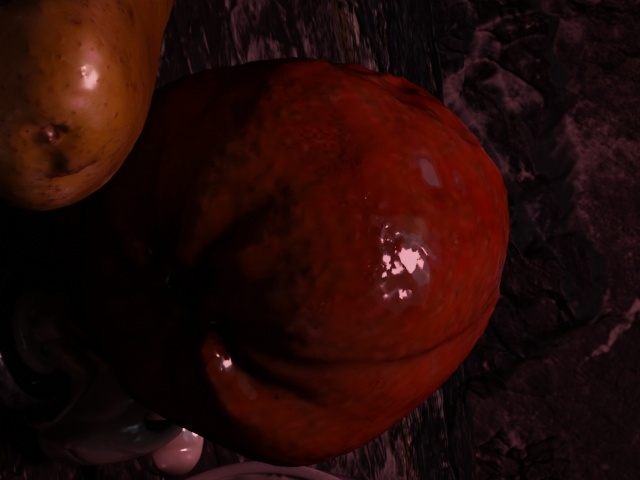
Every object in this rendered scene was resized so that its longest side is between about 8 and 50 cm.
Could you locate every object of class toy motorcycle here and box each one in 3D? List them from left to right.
[{"bbox_3d":[-0.123,0.045,1.189,0.223,0.108,0.340,66,28,-24],"label":"toy motorcycle"}]

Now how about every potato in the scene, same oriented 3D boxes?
[{"bbox_3d":[-0.149,-0.150,0.983,0.176,0.195,0.369,32,27,-28],"label":"potato"}]

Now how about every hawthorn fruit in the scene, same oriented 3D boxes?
[{"bbox_3d":[-0.011,0.004,1.062,0.258,0.262,0.258,42,-35,38],"label":"hawthorn fruit"}]

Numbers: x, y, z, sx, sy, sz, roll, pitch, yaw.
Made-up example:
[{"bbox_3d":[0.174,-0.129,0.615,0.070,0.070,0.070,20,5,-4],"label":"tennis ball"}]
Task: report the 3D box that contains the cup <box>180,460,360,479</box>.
[{"bbox_3d":[-0.002,0.292,1.280,0.371,0.253,0.253,32,53,-74],"label":"cup"}]
